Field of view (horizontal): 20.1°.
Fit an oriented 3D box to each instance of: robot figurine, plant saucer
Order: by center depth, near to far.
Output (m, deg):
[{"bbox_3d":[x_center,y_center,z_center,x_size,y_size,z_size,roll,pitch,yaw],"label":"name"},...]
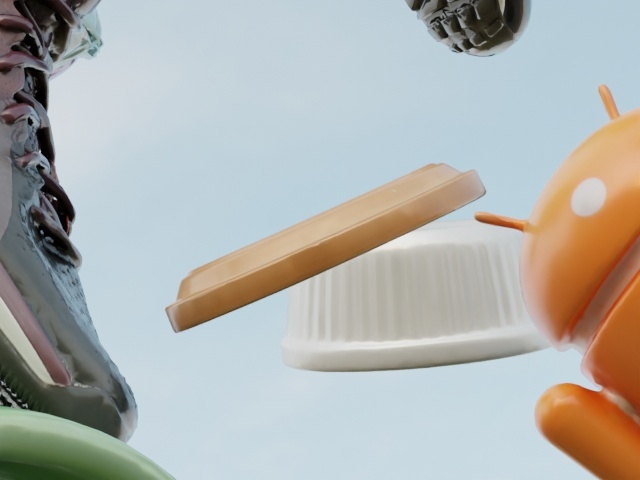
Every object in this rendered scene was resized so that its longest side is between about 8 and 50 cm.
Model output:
[{"bbox_3d":[0.000,0.000,0.439,0.083,0.083,0.013,-25,-89,24],"label":"plant saucer"},{"bbox_3d":[0.171,0.030,0.739,0.219,0.128,0.158,41,-64,15],"label":"robot figurine"}]

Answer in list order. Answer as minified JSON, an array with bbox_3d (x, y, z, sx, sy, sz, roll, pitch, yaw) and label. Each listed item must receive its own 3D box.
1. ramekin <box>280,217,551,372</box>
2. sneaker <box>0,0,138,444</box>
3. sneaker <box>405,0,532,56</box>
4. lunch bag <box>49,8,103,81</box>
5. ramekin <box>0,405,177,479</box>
[{"bbox_3d":[0.093,0.049,1.754,0.273,0.127,0.273,-4,3,0],"label":"ramekin"},{"bbox_3d":[-0.107,-0.061,0.653,0.162,0.281,0.106,-31,-19,-18],"label":"sneaker"},{"bbox_3d":[0.093,-0.241,0.958,0.124,0.283,0.107,-9,-6,-26],"label":"sneaker"},{"bbox_3d":[-0.227,-0.197,0.976,0.108,0.224,0.279,-30,-14,1],"label":"lunch bag"},{"bbox_3d":[-0.168,0.179,0.520,0.148,0.303,0.303,14,-28,39],"label":"ramekin"}]
